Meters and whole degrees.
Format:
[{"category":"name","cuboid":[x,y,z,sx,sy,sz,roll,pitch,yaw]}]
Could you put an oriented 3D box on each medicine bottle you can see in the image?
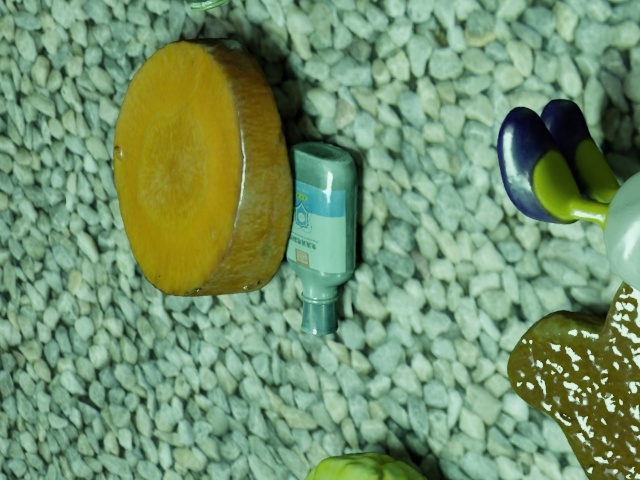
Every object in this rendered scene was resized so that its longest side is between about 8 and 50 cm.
[{"category":"medicine bottle","cuboid":[0.000,0.000,2.082,0.090,0.054,0.208,22,119,42]}]

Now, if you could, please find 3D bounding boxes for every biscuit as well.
[{"category":"biscuit","cuboid":[0.349,0.239,1.805,0.283,0.064,0.432,-31,84,39]}]

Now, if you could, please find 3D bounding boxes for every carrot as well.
[{"category":"carrot","cuboid":[-0.129,-0.081,2.126,0.258,0.100,0.307,42,135,39]}]

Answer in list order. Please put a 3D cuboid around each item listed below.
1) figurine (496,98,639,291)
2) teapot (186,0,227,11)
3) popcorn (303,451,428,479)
[{"category":"figurine","cuboid":[0.340,-0.025,1.631,0.421,0.154,0.193,3,100,41]},{"category":"teapot","cuboid":[-0.118,-0.293,2.068,0.124,0.092,0.090,9,128,51]},{"category":"popcorn","cuboid":[0.026,0.362,2.070,0.258,0.270,0.224,59,177,-35]}]
